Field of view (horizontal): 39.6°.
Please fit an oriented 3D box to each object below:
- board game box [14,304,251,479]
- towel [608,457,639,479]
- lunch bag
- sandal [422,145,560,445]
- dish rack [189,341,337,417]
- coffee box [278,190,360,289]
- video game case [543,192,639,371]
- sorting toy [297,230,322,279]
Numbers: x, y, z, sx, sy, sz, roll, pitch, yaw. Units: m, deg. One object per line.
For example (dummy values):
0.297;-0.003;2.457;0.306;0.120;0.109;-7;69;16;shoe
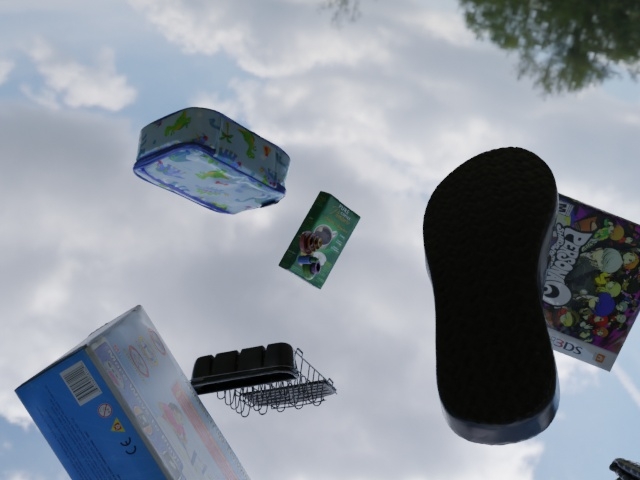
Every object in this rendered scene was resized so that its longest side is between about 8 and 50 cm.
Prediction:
-0.191;0.243;1.031;0.086;0.308;0.302;-31;-177;1;board game box
0.578;0.382;1.274;0.235;0.121;0.284;-5;-179;-18;towel
-0.169;-0.116;1.385;0.176;0.090;0.219;-12;153;40;lunch bag
0.206;0.058;1.079;0.168;0.107;0.445;-3;-134;17;sandal
-0.095;0.271;1.636;0.208;0.271;0.074;-11;-123;20;dish rack
0.000;0.000;1.878;0.113;0.184;0.040;33;173;-41;coffee box
0.396;0.062;1.370;0.210;0.232;0.042;22;-167;-3;video game case
-0.014;0.031;1.770;0.042;0.101;0.061;0;-160;25;sorting toy
